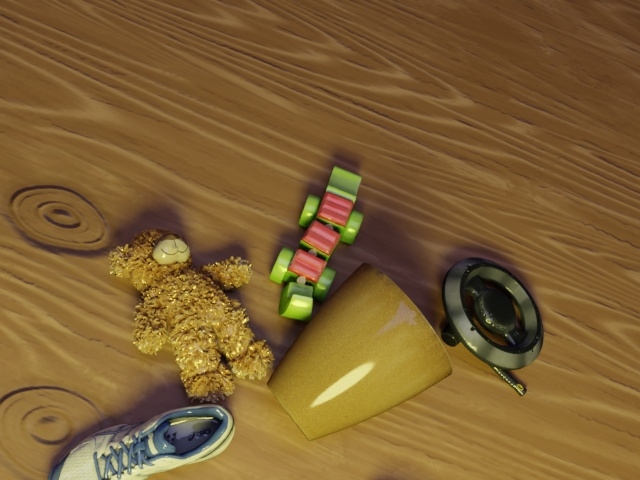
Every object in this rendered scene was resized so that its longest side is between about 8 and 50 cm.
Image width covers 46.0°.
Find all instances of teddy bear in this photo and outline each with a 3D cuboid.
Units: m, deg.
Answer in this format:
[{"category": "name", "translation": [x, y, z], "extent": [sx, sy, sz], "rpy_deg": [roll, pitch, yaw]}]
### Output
[{"category": "teddy bear", "translation": [-0.215, 0.112, 1.283], "extent": [0.245, 0.113, 0.338], "rpy_deg": [-11, 68, -20]}]

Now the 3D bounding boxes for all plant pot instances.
[{"category": "plant pot", "translation": [0.046, 0.207, 1.249], "extent": [0.254, 0.237, 0.237], "rpy_deg": [-37, 77, -12]}]

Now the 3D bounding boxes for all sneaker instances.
[{"category": "sneaker", "translation": [-0.275, 0.316, 1.158], "extent": [0.296, 0.131, 0.112], "rpy_deg": [-20, 72, -20]}]

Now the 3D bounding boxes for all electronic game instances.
[{"category": "electronic game", "translation": [0.325, 0.134, 1.412], "extent": [0.229, 0.048, 0.229], "rpy_deg": [16, 53, -22]}]

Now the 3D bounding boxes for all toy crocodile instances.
[{"category": "toy crocodile", "translation": [0.000, 0.000, 1.389], "extent": [0.115, 0.105, 0.341], "rpy_deg": [25, 61, 0]}]

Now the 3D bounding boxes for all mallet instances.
[{"category": "mallet", "translation": [0.313, 0.211, 1.404], "extent": [0.189, 0.039, 0.062], "rpy_deg": [37, 59, 1]}]
